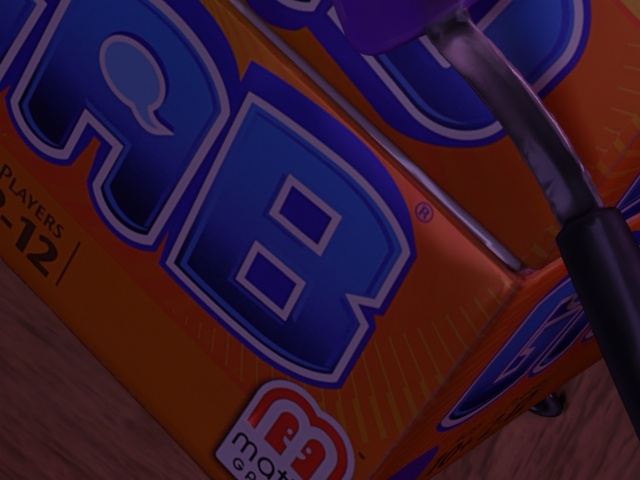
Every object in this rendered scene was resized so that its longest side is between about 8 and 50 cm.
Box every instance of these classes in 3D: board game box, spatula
[{"bbox_3d":[0.048,-0.148,0.868,0.356,0.356,0.356,44,125,15],"label":"board game box"},{"bbox_3d":[0.075,-0.027,0.645,0.084,0.030,0.296,-30,87,34],"label":"spatula"}]

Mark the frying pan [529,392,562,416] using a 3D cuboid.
[{"bbox_3d":[-0.018,0.009,1.155,0.326,0.053,0.197,55,139,-1],"label":"frying pan"}]
